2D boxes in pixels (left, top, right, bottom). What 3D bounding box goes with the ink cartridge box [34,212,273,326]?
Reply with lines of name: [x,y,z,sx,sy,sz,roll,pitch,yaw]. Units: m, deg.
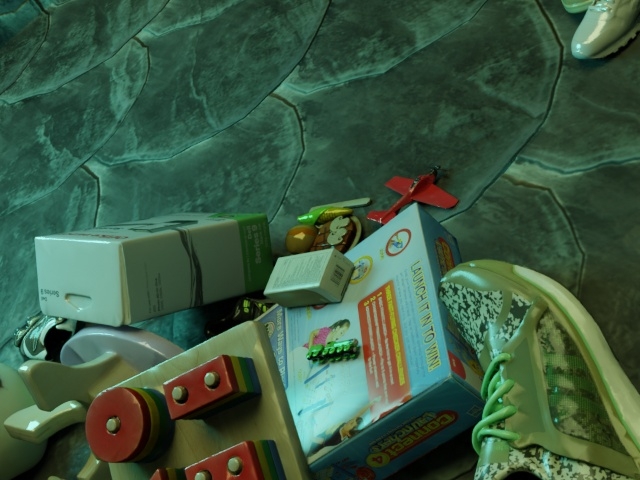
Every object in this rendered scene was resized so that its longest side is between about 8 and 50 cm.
ink cartridge box: [-0.243,0.035,1.599,0.211,0.121,0.289,2,10,41]

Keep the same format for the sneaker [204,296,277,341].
sneaker: [-0.084,0.114,1.541,0.188,0.078,0.067,-24,37,17]

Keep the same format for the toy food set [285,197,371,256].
toy food set: [0.000,0.000,1.633,0.132,0.038,0.192,-11,43,32]

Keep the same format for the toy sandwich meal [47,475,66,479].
toy sandwich meal: [-0.388,0.379,1.540,0.085,0.029,0.085,-23,37,19]

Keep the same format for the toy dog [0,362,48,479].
toy dog: [-0.616,0.236,1.570,0.395,0.408,0.284,-21,38,21]

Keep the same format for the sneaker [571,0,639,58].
sneaker: [0.451,-0.370,1.624,0.235,0.095,0.090,-48,38,-13]

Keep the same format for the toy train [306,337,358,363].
toy train: [0.015,0.131,1.285,0.083,0.017,0.024,-17,34,45]

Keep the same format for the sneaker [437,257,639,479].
sneaker: [0.206,0.177,1.042,0.182,0.158,0.410,-20,49,-19]

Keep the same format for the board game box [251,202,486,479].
board game box: [0.048,0.150,1.325,0.302,0.086,0.308,-36,33,24]

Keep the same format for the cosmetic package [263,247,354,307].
cosmetic package: [-0.016,0.050,1.390,0.115,0.041,0.060,-9,51,50]

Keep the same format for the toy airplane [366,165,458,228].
toy airplane: [0.128,-0.061,1.603,0.151,0.028,0.151,-22,39,19]

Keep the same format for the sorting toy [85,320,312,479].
sorting toy: [-0.154,0.255,1.238,0.255,0.089,0.257,-27,69,23]

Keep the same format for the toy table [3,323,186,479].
toy table: [-0.296,0.227,1.473,0.274,0.252,0.161,-11,26,43]

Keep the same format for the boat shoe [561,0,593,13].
boat shoe: [0.433,-0.475,1.757,0.104,0.089,0.285,-14,39,28]

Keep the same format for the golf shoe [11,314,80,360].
golf shoe: [-0.432,0.126,1.841,0.094,0.077,0.198,21,71,38]
